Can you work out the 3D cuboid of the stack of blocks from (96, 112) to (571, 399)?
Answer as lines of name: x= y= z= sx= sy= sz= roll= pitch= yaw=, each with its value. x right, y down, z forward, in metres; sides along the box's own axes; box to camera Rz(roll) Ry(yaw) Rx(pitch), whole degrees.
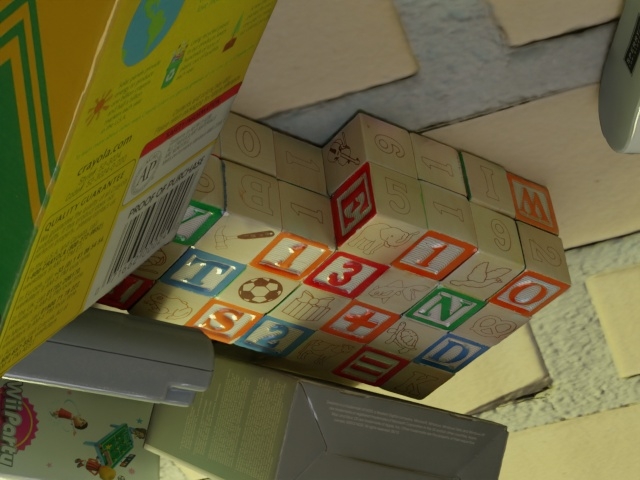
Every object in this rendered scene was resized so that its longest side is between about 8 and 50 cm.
stack of blocks: x=0.000 y=0.000 z=0.951 sx=0.297 sy=0.087 sz=0.171 roll=19 pitch=137 yaw=-30

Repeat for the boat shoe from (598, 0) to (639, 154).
boat shoe: x=0.228 y=-0.130 z=0.823 sx=0.076 sy=0.080 sz=0.228 roll=-7 pitch=145 yaw=-9

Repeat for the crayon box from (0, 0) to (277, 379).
crayon box: x=-0.095 y=-0.102 z=0.669 sx=0.081 sy=0.202 sz=0.318 roll=33 pitch=123 yaw=8

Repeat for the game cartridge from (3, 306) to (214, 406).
game cartridge: x=-0.210 y=0.061 z=0.915 sx=0.198 sy=0.062 sz=0.297 roll=17 pitch=172 yaw=-24

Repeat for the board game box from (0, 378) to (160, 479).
board game box: x=-0.311 y=0.201 z=1.168 sx=0.303 sy=0.098 sz=0.224 roll=12 pitch=140 yaw=-21

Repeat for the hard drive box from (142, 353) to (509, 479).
hard drive box: x=-0.003 y=0.149 z=1.055 sx=0.181 sy=0.089 sz=0.232 roll=16 pitch=175 yaw=-27
